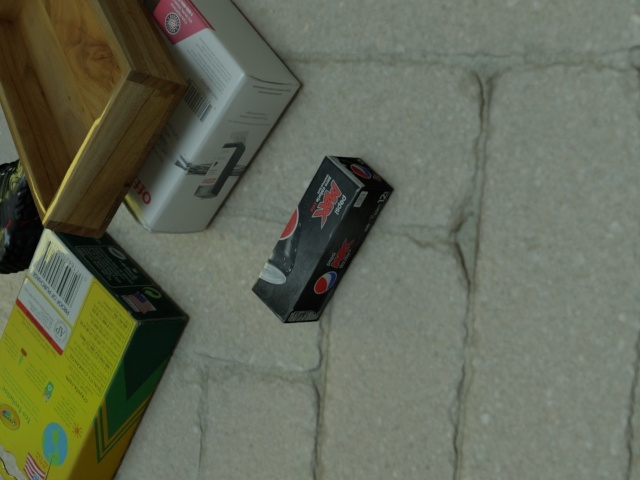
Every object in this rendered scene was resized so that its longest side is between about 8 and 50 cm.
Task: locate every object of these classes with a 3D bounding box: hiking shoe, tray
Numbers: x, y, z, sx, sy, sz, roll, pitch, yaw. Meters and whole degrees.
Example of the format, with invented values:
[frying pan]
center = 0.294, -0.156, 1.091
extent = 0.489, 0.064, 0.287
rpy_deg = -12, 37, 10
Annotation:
[hiking shoe]
center = -0.381, -0.070, 1.421
extent = 0.114, 0.086, 0.227
rpy_deg = 44, 118, 27
[tray]
center = -0.279, -0.214, 1.251
extent = 0.203, 0.076, 0.411
rpy_deg = -55, 45, 26

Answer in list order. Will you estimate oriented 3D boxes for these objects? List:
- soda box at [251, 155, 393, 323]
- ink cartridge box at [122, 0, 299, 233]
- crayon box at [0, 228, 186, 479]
[soda box]
center = 0.000, 0.000, 1.125
extent = 0.060, 0.053, 0.169
rpy_deg = 44, 117, 30
[ink cartridge box]
center = -0.143, -0.136, 1.217
extent = 0.218, 0.092, 0.158
rpy_deg = -52, 59, 26
[crayon box]
center = -0.302, 0.162, 1.363
extent = 0.202, 0.081, 0.319
rpy_deg = 42, 116, 32
